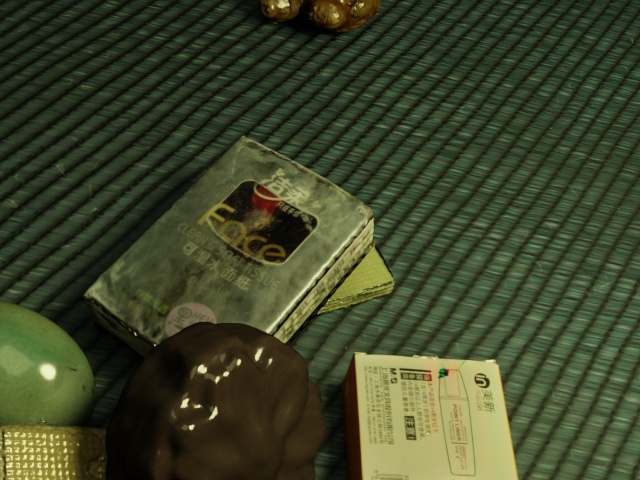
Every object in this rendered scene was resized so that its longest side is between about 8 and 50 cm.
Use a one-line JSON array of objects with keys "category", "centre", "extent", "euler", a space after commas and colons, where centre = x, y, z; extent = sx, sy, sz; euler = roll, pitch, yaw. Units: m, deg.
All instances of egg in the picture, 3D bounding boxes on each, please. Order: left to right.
[{"category": "egg", "centre": [-0.392, 0.167, 1.167], "extent": [0.237, 0.169, 0.169], "euler": [22, 51, 5]}]

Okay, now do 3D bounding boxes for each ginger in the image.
[{"category": "ginger", "centre": [-0.007, -0.526, 1.816], "extent": [0.274, 0.152, 0.357], "euler": [-13, 54, -21]}]

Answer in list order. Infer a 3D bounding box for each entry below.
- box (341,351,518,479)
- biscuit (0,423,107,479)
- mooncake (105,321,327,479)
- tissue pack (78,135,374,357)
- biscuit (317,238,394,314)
[{"category": "box", "centre": [0.145, 0.286, 1.240], "extent": [0.221, 0.091, 0.273], "euler": [7, 51, -8]}, {"category": "biscuit", "centre": [-0.281, 0.272, 1.099], "extent": [0.239, 0.062, 0.108], "euler": [14, 56, -45]}, {"category": "mooncake", "centre": [-0.108, 0.237, 1.100], "extent": [0.141, 0.283, 0.283], "euler": [8, 39, 43]}, {"category": "tissue pack", "centre": [-0.121, 0.040, 1.330], "extent": [0.259, 0.122, 0.361], "euler": [33, 64, 19]}, {"category": "biscuit", "centre": [0.000, 0.000, 1.465], "extent": [0.147, 0.046, 0.250], "euler": [-17, 58, -21]}]
